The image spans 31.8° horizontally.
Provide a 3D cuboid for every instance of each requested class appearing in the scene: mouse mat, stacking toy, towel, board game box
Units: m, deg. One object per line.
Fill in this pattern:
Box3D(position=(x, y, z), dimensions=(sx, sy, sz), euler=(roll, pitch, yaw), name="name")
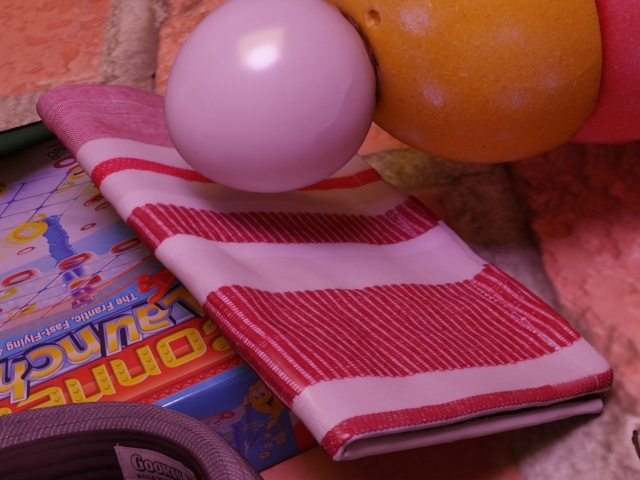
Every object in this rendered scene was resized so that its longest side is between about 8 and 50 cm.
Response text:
Box3D(position=(-0.230, -0.067, 0.845), dimensions=(0.152, 0.007, 0.189), euler=(-24, 1, -41), name="mouse mat")
Box3D(position=(0.121, -0.165, 0.700), dimensions=(0.479, 0.351, 0.350), euler=(-27, 43, -22), name="stacking toy")
Box3D(position=(0.000, 0.000, 0.686), dimensions=(0.237, 0.037, 0.329), euler=(-1, 35, -43), name="towel")
Box3D(position=(-0.180, 0.058, 0.737), dimensions=(0.308, 0.086, 0.302), euler=(-23, 41, -13), name="board game box")

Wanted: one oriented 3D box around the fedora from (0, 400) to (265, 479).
Box3D(position=(-0.140, 0.188, 0.502), dimensions=(0.275, 0.124, 0.244), euler=(-17, 27, -4), name="fedora")
